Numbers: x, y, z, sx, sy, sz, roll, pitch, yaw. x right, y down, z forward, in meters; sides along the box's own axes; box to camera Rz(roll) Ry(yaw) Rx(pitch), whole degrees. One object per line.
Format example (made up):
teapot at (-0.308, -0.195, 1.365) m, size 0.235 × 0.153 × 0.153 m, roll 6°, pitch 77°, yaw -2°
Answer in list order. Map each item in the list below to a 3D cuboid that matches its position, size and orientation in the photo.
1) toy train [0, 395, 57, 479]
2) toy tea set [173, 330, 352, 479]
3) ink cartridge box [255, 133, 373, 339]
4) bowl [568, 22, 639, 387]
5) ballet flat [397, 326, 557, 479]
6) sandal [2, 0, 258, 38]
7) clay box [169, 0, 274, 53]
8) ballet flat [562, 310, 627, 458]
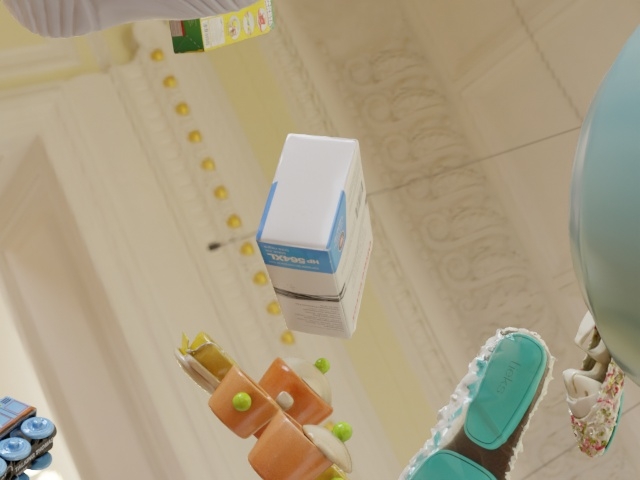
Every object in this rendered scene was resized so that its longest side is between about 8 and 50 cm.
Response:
toy train at (-0.421, 0.277, 1.264) m, size 0.105 × 0.184 × 0.080 m, roll 17°, pitch -64°, yaw 16°
toy tea set at (-0.029, 0.183, 1.082) m, size 0.200 × 0.124 × 0.336 m, roll 46°, pitch -6°, yaw -28°
ink cartridge box at (0.000, 0.000, 1.115) m, size 0.086 × 0.148 × 0.203 m, roll 7°, pitch -32°, yaw 12°
bowl at (0.246, -0.019, 0.509) m, size 0.163 × 0.311 × 0.311 m, roll 7°, pitch -69°, yaw 47°
ballet flat at (0.214, 0.313, 1.420) m, size 0.147 × 0.409 × 0.147 m, roll 32°, pitch -19°, yaw 12°
sandal at (-0.163, -0.246, 0.857) m, size 0.265 × 0.076 × 0.102 m, roll -4°, pitch -37°, yaw 23°
clay box at (-0.134, -0.335, 1.343) m, size 0.053 × 0.222 × 0.127 m, roll 1°, pitch -72°, yaw 23°
ballet flat at (0.352, 0.155, 1.251) m, size 0.091 × 0.077 × 0.241 m, roll -165°, pitch -89°, yaw -74°
